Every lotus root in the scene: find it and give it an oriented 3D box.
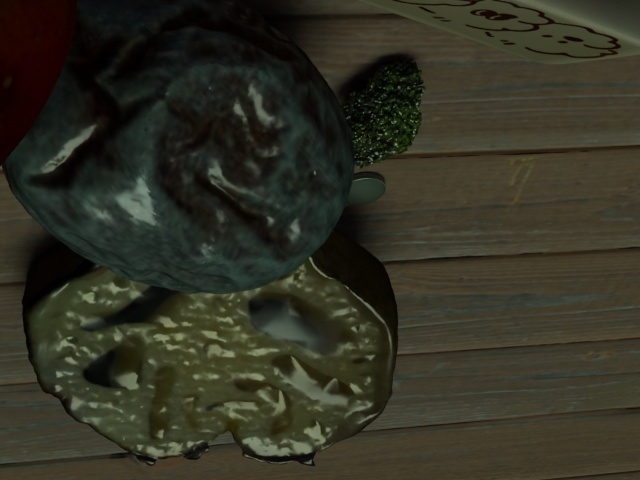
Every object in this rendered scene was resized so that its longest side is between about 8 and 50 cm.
[{"bbox_3d":[-0.107,0.083,1.824,0.391,0.111,0.375,8,135,-8],"label":"lotus root"}]

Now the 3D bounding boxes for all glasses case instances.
[{"bbox_3d":[0.121,-0.218,1.430,0.336,0.076,0.144,13,172,-38],"label":"glasses case"}]

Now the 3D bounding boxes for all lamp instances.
[{"bbox_3d":[0.000,0.000,1.853,0.050,0.056,0.198,15,138,-36],"label":"lamp"}]

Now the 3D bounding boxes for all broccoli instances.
[{"bbox_3d":[0.059,-0.118,1.660,0.095,0.097,0.092,-4,-158,30],"label":"broccoli"}]

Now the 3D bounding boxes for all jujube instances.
[{"bbox_3d":[-0.124,-0.088,1.462,0.246,0.215,0.308,-51,133,-6],"label":"jujube"}]

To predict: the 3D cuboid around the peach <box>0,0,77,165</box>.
[{"bbox_3d":[-0.337,-0.145,1.144,0.406,0.310,0.335,-38,160,17],"label":"peach"}]
